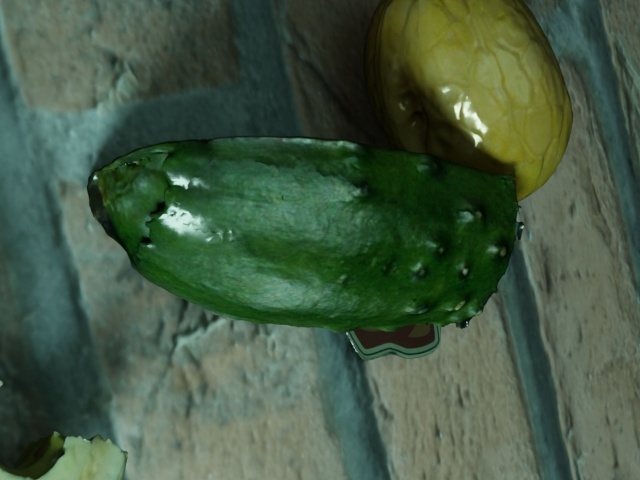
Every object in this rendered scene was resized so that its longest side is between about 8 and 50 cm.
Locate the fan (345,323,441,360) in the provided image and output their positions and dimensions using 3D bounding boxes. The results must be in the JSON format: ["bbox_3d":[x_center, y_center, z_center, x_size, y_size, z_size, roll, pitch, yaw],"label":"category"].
[{"bbox_3d":[0.026,0.030,0.984,0.220,0.009,0.132,5,75,-44],"label":"fan"}]

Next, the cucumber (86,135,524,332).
[{"bbox_3d":[0.002,0.001,0.871,0.325,0.145,0.105,10,63,-38],"label":"cucumber"}]

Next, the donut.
[{"bbox_3d":[-0.194,0.131,0.699,0.166,0.065,0.108,44,55,-34],"label":"donut"}]

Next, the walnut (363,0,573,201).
[{"bbox_3d":[0.115,-0.123,0.995,0.159,0.159,0.207,-39,111,-42],"label":"walnut"}]
